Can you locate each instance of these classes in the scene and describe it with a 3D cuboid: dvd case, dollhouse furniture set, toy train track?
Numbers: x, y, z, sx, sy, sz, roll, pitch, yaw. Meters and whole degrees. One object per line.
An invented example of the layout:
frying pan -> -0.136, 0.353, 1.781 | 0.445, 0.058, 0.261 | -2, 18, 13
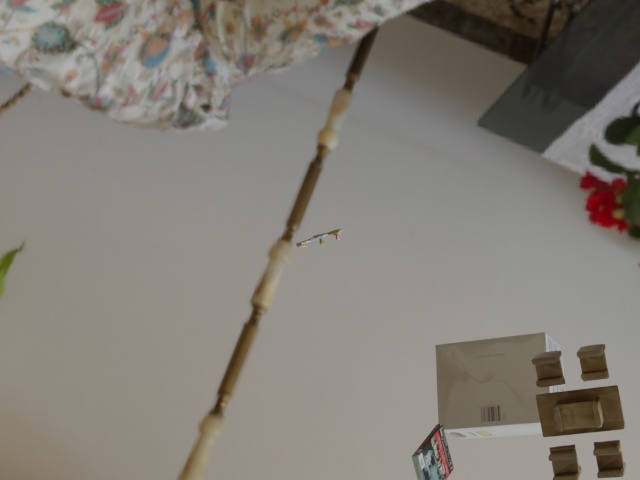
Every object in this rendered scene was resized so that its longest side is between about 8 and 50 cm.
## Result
dvd case -> 0.188, 0.370, 1.568 | 0.013, 0.119, 0.087 | -10, 102, 29
dollhouse furniture set -> 0.500, 0.283, 1.619 | 0.242, 0.212, 0.161 | -11, 177, 20
toy train track -> 0.000, 0.000, 1.232 | 0.048, 0.014, 0.083 | -12, -175, 42

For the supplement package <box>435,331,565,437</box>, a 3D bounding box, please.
supplement package -> 0.413, 0.337, 2.154 | 0.262, 0.204, 0.145 | -10, 157, 27
